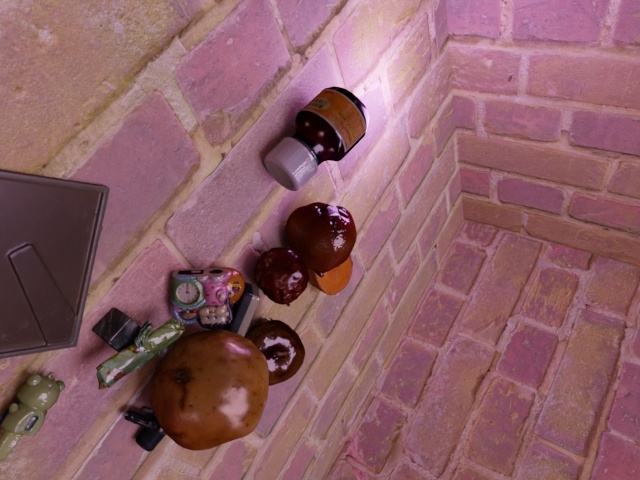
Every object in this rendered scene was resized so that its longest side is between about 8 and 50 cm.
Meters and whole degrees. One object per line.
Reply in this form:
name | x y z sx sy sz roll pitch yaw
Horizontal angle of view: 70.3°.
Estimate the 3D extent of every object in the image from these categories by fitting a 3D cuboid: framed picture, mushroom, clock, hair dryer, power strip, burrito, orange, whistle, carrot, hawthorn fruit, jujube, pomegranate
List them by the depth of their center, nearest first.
framed picture | -0.687 0.065 1.058 0.326 0.028 0.445 6 102 -58
whistle | -0.733 0.433 1.131 0.227 0.085 0.105 -62 147 -16
burrito | -0.503 0.296 1.276 0.288 0.054 0.104 -34 132 -41
clock | -0.379 0.189 1.456 0.100 0.194 0.195 -106 -164 -74
hair dryer | -0.571 0.593 1.463 0.124 0.072 0.219 -50 145 -18
pomegranate | -0.341 0.484 1.498 0.410 0.411 0.409 -33 132 -45
orange | -0.333 0.158 1.568 0.136 0.118 0.135 3 87 -61
power strip | -0.294 0.285 1.657 0.070 0.105 0.256 21 105 -18
jujube | -0.151 0.133 1.724 0.212 0.213 0.232 -57 170 -21
mushroom | -0.194 0.435 1.761 0.267 0.267 0.254 -59 -173 -19
hawthorn fruit | -0.001 -0.017 1.841 0.295 0.295 0.311 -40 171 -40
carrot | 0.044 0.119 2.140 0.258 0.100 0.307 -65 146 -15

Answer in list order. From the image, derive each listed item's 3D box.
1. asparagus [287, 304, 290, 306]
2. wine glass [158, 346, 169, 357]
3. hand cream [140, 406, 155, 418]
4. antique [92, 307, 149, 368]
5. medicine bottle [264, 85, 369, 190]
asparagus | -0.153 0.250 1.984 0.018 0.015 0.127 -48 142 -29
wine glass | -0.511 0.328 1.415 0.039 0.083 0.042 -43 141 -30
hand cream | -0.571 0.578 1.521 0.030 0.019 0.093 -54 147 -21
antique | -0.557 0.288 1.320 0.086 0.088 0.182 -51 143 -26
medicine bottle | -0.013 -0.361 1.658 0.395 0.243 0.242 -52 144 -21
